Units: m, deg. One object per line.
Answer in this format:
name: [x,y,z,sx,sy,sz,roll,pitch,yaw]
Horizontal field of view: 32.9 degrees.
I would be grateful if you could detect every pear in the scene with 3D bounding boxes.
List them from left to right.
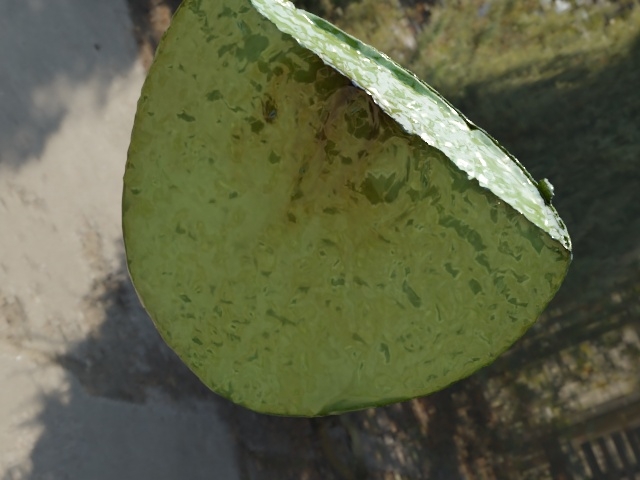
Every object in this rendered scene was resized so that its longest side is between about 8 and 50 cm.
pear: [-0.002,-0.003,0.719,0.288,0.239,0.139,39,16,11]
